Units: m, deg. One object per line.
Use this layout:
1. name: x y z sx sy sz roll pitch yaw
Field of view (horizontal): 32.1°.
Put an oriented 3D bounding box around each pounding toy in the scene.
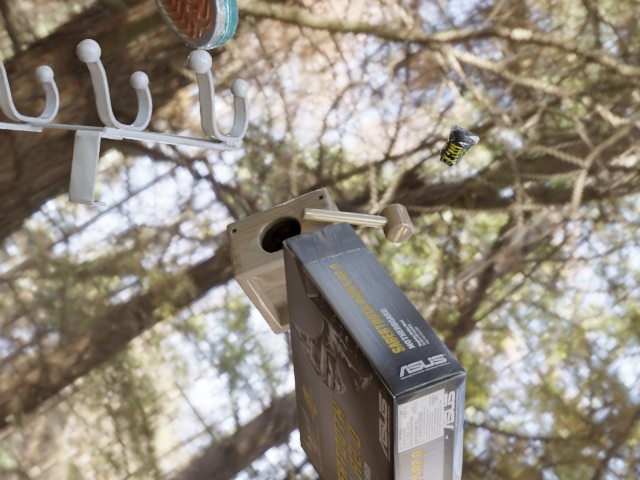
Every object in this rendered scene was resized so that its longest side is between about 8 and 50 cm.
1. pounding toy: 0.002 -0.007 1.277 0.181 0.206 0.094 59 14 -47

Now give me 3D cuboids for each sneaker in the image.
1. sneaker: -0.134 -0.349 1.291 0.108 0.121 0.302 -37 -119 39
2. sneaker: 0.144 -0.096 1.165 0.031 0.035 0.083 28 -4 6

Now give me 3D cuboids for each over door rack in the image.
1. over door rack: -0.225 -0.119 0.980 0.239 0.324 0.108 6 -75 17

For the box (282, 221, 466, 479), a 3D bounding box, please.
1. box: 0.038 0.129 0.830 0.183 0.056 0.231 -128 -154 -46
